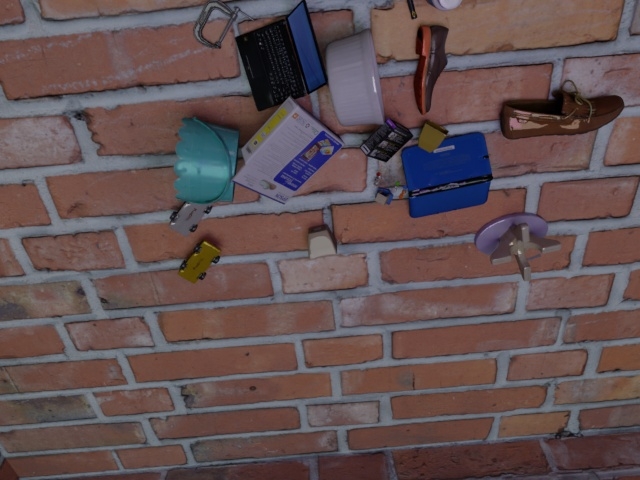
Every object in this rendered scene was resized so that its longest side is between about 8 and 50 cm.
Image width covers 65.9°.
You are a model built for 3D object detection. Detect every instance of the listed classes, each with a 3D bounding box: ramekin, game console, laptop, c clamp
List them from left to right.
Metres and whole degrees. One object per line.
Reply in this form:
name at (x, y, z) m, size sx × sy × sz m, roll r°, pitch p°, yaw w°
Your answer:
c clamp at (-0.302, -0.646, 1.493) m, size 0.137 × 0.022 × 0.160 m, roll 35°, pitch 115°, yaw -22°
laptop at (-0.119, -0.531, 1.449) m, size 0.265 × 0.136 × 0.234 m, roll -14°, pitch 100°, yaw 15°
ramekin at (0.105, -0.475, 1.476) m, size 0.135 × 0.277 × 0.277 m, roll -8°, pitch 123°, yaw 11°
game console at (0.450, -0.228, 1.785) m, size 0.293 × 0.173 × 0.250 m, roll -12°, pitch 91°, yaw 5°

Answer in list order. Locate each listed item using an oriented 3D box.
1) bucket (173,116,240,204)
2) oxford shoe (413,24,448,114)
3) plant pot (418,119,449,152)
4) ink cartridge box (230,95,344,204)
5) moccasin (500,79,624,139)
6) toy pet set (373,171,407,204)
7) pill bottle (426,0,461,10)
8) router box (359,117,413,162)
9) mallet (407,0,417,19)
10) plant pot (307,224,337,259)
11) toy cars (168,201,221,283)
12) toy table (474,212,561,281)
bucket at (-0.364, -0.251, 1.608) m, size 0.183 × 0.281 × 0.281 m, roll 5°, pitch 122°, yaw -9°
oxford shoe at (0.352, -0.529, 1.551) m, size 0.098 × 0.097 × 0.271 m, roll -5°, pitch 123°, yaw -6°
plant pot at (0.371, -0.345, 1.661) m, size 0.082 × 0.081 × 0.083 m, roll 32°, pitch 120°, yaw 6°
ink cartridge box at (-0.109, -0.276, 1.603) m, size 0.307 × 0.072 × 0.304 m, roll -41°, pitch 153°, yaw 16°
moccasin at (0.786, -0.430, 1.614) m, size 0.380 × 0.139 × 0.147 m, roll -2°, pitch 132°, yaw 10°
toy pet set at (0.249, -0.183, 1.779) m, size 0.122 × 0.065 × 0.114 m, roll 30°, pitch 124°, yaw 15°
pill bottle at (0.350, -0.701, 1.400) m, size 0.087 × 0.160 × 0.087 m, roll -1°, pitch 122°, yaw -1°
router box at (0.221, -0.327, 1.635) m, size 0.133 × 0.179 × 0.046 m, roll -43°, pitch 72°, yaw 22°
mallet at (0.259, -0.748, 1.444) m, size 0.062 × 0.039 × 0.189 m, roll -24°, pitch 124°, yaw 17°
plant pot at (0.000, 0.000, 1.872) m, size 0.109 × 0.109 × 0.096 m, roll -12°, pitch 110°, yaw 6°
toy cars at (-0.466, -0.022, 1.853) m, size 0.177 × 0.087 × 0.393 m, roll -4°, pitch 119°, yaw -5°
toy table at (0.746, 0.014, 1.872) m, size 0.274 × 0.161 × 0.252 m, roll -24°, pitch 120°, yaw 12°
